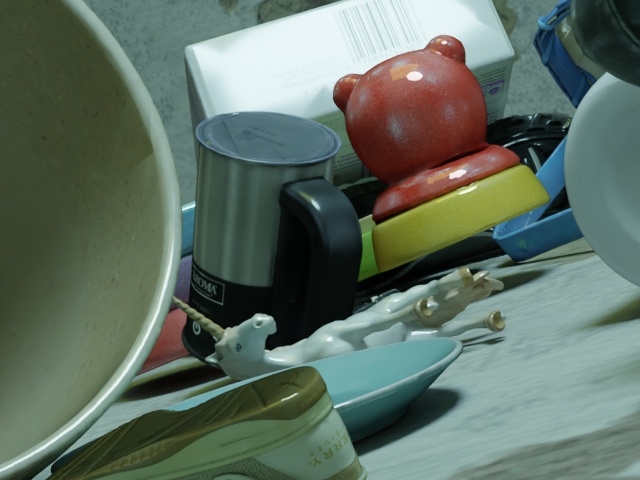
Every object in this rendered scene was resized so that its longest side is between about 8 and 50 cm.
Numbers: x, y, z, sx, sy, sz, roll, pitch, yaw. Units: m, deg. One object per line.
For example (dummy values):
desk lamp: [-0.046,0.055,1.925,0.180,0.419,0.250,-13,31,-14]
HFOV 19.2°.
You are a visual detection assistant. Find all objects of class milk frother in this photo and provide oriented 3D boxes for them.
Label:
milk frother: [0.000,0.000,1.108,0.129,0.135,0.143,22,29,32]

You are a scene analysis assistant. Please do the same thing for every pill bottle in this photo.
pill bottle: [0.219,-0.050,0.956,0.121,0.121,0.216,-15,3,34]

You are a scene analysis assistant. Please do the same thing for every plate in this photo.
plate: [-0.025,0.081,0.827,0.188,0.024,0.188,-18,3,1]

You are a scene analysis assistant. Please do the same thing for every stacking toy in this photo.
stacking toy: [-0.018,-0.022,1.302,0.309,0.130,0.279,-22,-1,-2]

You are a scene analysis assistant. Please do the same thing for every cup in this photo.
cup: [-0.256,0.026,0.868,0.331,0.331,0.237,-19,-23,-35]

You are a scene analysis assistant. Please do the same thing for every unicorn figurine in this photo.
unicorn figurine: [0.020,0.049,0.957,0.111,0.060,0.162,-15,-13,37]

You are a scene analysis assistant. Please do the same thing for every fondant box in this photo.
fondant box: [0.020,-0.073,1.552,0.238,0.096,0.330,-17,-24,-8]

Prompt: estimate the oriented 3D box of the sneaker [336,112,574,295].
sneaker: [0.111,-0.031,1.494,0.271,0.100,0.108,-17,-3,4]

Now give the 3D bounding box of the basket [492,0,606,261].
basket: [0.262,-0.111,1.320,0.289,0.201,0.255,-47,14,-27]

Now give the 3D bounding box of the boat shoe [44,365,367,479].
boat shoe: [-0.050,0.090,0.696,0.153,0.048,0.056,-23,11,34]

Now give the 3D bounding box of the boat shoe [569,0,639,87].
boat shoe: [0.235,-0.118,0.819,0.335,0.121,0.119,1,-19,-41]
